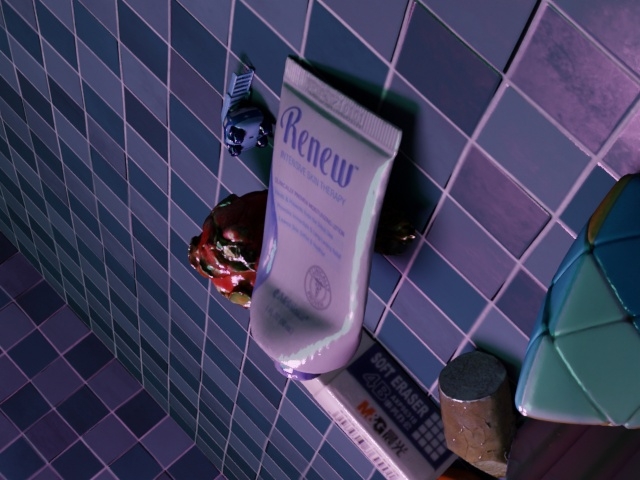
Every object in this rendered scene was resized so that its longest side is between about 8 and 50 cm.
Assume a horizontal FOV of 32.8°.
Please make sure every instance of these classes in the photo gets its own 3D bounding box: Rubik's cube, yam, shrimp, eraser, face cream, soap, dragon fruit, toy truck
[{"bbox_3d":[0.260,0.060,0.994,0.254,0.254,0.254,41,156,23],"label":"Rubik's cube"},{"bbox_3d":[0.227,0.265,1.531,0.106,0.106,0.259,31,150,39],"label":"yam"},{"bbox_3d":[0.035,-0.051,1.447,0.294,0.062,0.154,24,140,50],"label":"shrimp"},{"bbox_3d":[0.095,0.271,1.748,0.279,0.124,0.081,47,157,6],"label":"eraser"},{"bbox_3d":[0.000,0.000,1.403,0.235,0.137,0.420,41,132,43],"label":"face cream"},{"bbox_3d":[0.287,0.252,1.096,0.193,0.324,0.109,35,152,31],"label":"soap"},{"bbox_3d":[-0.073,0.043,1.614,0.198,0.200,0.269,-19,114,20],"label":"dragon fruit"},{"bbox_3d":[-0.105,-0.177,1.518,0.074,0.063,0.136,65,158,16],"label":"toy truck"}]

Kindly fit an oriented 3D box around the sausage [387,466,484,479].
[{"bbox_3d":[0.201,0.425,1.849,0.089,0.083,0.300,60,154,-4],"label":"sausage"}]
